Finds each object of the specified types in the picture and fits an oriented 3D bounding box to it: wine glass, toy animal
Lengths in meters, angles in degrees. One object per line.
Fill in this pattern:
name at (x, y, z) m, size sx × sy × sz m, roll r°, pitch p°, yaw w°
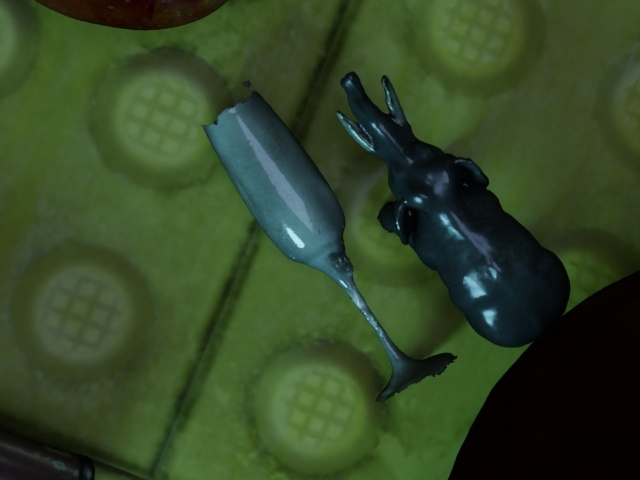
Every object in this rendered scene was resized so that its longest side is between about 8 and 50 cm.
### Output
wine glass at (0.000, 0.000, 1.087) m, size 0.074 × 0.074 × 0.262 m, roll -35°, pitch 95°, yaw -5°
toy animal at (0.091, -0.023, 1.063) m, size 0.082 × 0.137 × 0.269 m, roll -40°, pitch 104°, yaw -1°

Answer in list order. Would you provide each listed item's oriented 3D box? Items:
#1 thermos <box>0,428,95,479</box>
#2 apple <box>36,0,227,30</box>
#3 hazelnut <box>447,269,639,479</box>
thermos at (-0.324, 0.136, 0.995) m, size 0.330 × 0.109 × 0.136 m, roll 23°, pitch 86°, yaw -19°
apple at (-0.135, -0.241, 1.017) m, size 0.201 × 0.162 × 0.201 m, roll 0°, pitch 87°, yaw 3°
hazelnut at (0.267, 0.224, 0.989) m, size 0.402 × 0.402 × 0.429 m, roll -19°, pitch 108°, yaw -6°
